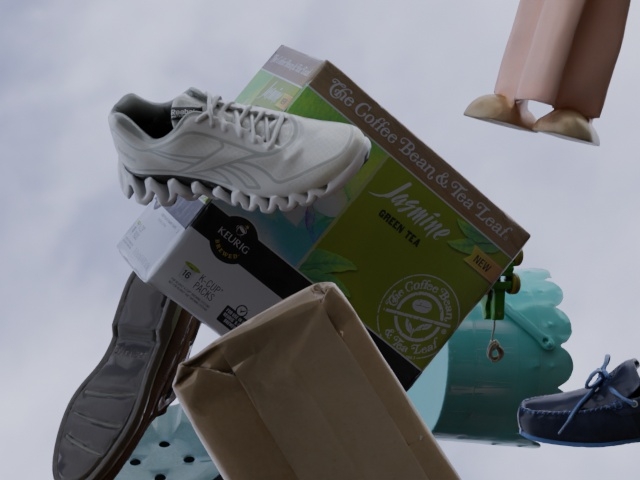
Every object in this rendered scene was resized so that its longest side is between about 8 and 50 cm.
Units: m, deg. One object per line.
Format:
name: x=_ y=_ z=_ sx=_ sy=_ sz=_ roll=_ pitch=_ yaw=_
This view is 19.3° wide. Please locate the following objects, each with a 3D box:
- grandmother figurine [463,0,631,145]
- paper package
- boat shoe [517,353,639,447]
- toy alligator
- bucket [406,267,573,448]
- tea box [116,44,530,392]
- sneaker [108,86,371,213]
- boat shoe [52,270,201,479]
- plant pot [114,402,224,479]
grandmother figurine: x=0.235 y=-0.258 z=1.618 sx=0.104 sy=0.208 sz=0.342 roll=7 pitch=-84 yaw=-69
paper package: x=0.022 y=0.219 z=1.663 sx=0.168 sy=0.309 sz=0.325 roll=-32 pitch=-8 yaw=-5
boat shoe: x=0.341 y=0.164 z=2.043 sx=0.258 sy=0.109 sz=0.089 roll=-7 pitch=-72 yaw=5
toy alligator: x=0.223 y=0.061 z=2.440 sx=0.056 sy=0.051 sz=0.189 roll=0 pitch=-78 yaw=-25
bucket: x=0.227 y=0.166 z=2.706 sx=0.183 sy=0.281 sz=0.281 roll=3 pitch=-46 yaw=-17
tea box: x=0.000 y=0.000 z=2.192 sx=0.329 sy=0.220 sz=0.323 roll=38 pitch=-91 yaw=-18
sneaker: x=-0.092 y=-0.101 z=1.974 sx=0.292 sy=0.110 sz=0.118 roll=0 pitch=-49 yaw=21
boat shoe: x=-0.219 y=0.179 z=2.293 sx=0.104 sy=0.111 sz=0.307 roll=42 pitch=-111 yaw=-51
plant pot: x=-0.201 y=0.422 z=2.579 sx=0.341 sy=0.341 sz=0.334 roll=-20 pitch=-56 yaw=-22
